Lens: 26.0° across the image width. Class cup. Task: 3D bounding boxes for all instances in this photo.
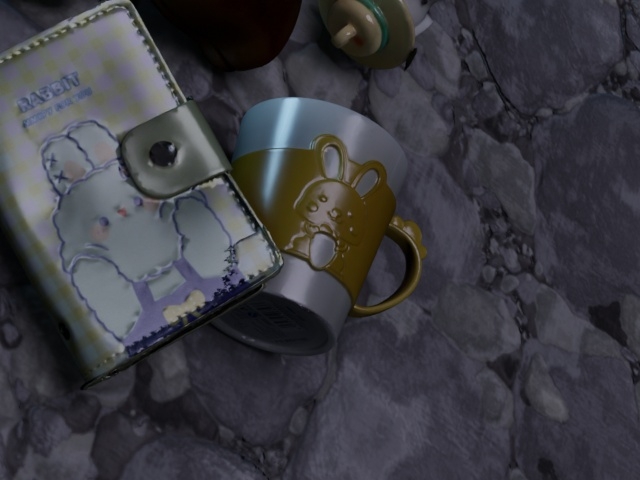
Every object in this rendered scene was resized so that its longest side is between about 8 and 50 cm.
[{"bbox_3d":[0.000,0.000,1.421,0.241,0.185,0.226,28,61,-17],"label":"cup"}]

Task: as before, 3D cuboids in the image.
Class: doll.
[{"bbox_3d":[0.108,-0.301,1.687,0.144,0.208,0.271,51,11,-2],"label":"doll"}]

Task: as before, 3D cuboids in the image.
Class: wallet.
[{"bbox_3d":[-0.197,-0.048,1.285,0.223,0.077,0.309,-29,84,-18],"label":"wallet"}]

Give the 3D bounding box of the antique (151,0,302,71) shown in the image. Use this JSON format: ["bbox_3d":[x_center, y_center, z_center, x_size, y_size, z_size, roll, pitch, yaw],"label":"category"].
[{"bbox_3d":[-0.110,-0.318,1.468,0.223,0.129,0.278,-51,125,-50],"label":"antique"}]
